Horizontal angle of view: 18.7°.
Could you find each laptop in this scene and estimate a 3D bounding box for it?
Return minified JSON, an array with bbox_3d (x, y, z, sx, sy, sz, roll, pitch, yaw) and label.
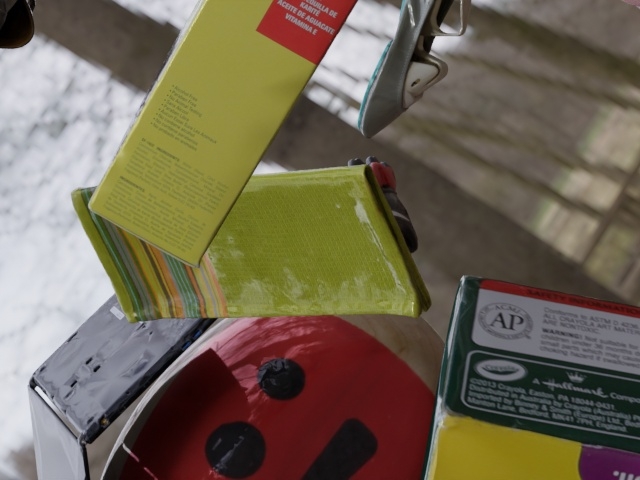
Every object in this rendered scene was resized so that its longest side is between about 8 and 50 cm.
[{"bbox_3d":[-0.173,0.168,1.760,0.264,0.136,0.234,-45,21,-8],"label":"laptop"}]

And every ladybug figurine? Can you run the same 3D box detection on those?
[{"bbox_3d":[-0.025,0.224,1.793,0.449,0.305,0.162,-51,11,-24],"label":"ladybug figurine"}]

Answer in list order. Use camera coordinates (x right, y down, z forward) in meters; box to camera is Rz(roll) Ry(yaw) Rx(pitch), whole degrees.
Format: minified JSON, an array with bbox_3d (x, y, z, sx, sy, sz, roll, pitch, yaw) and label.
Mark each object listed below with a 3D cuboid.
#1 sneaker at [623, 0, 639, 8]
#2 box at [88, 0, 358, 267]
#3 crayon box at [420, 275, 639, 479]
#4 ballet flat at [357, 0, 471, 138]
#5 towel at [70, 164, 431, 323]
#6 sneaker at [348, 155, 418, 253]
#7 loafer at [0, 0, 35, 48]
[{"bbox_3d":[0.202,-0.188,1.360,0.070,0.134,0.051,32,-109,-53],"label":"sneaker"},{"bbox_3d":[-0.015,-0.105,0.817,0.232,0.058,0.087,-57,7,21],"label":"box"},{"bbox_3d":[0.209,0.197,0.844,0.106,0.363,0.313,-75,-6,-54],"label":"crayon box"},{"bbox_3d":[0.097,-0.188,1.836,0.072,0.068,0.213,-15,-54,-69],"label":"ballet flat"},{"bbox_3d":[-0.048,0.006,1.161,0.237,0.102,0.021,-3,35,40],"label":"towel"},{"bbox_3d":[0.000,0.000,2.014,0.276,0.135,0.097,-15,-22,-46],"label":"sneaker"},{"bbox_3d":[-0.214,-0.144,1.254,0.062,0.061,0.170,-55,-4,11],"label":"loafer"}]
